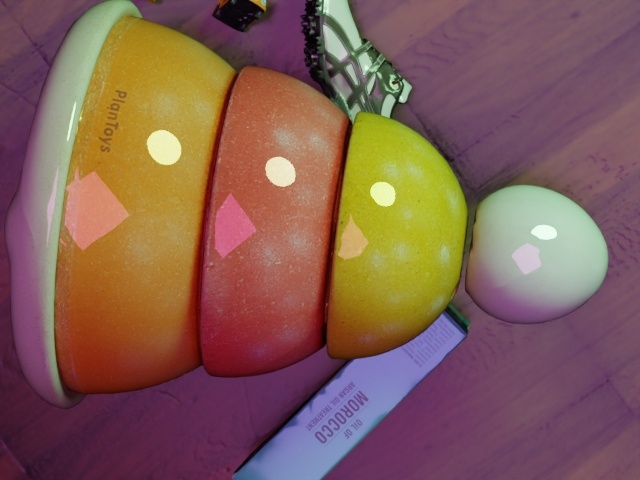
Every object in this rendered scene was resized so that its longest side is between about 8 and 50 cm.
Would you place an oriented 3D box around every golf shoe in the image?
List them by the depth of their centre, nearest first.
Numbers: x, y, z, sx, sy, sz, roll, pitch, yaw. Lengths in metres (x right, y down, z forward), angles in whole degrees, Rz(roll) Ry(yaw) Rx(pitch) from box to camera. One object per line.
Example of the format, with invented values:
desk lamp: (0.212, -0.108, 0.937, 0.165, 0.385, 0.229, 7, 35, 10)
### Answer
golf shoe: (0.033, -0.157, 1.747, 0.094, 0.077, 0.198, -8, 100, -5)

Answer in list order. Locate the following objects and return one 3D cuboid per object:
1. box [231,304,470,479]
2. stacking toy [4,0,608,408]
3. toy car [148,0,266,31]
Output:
box: (0.030, 0.145, 1.749, 0.244, 0.100, 0.060, -45, 88, 6)
stacking toy: (0.000, 0.000, 1.611, 0.480, 0.350, 0.351, 9, 95, 5)
toy car: (-0.107, -0.233, 1.758, 0.122, 0.060, 0.040, 21, 64, -3)
